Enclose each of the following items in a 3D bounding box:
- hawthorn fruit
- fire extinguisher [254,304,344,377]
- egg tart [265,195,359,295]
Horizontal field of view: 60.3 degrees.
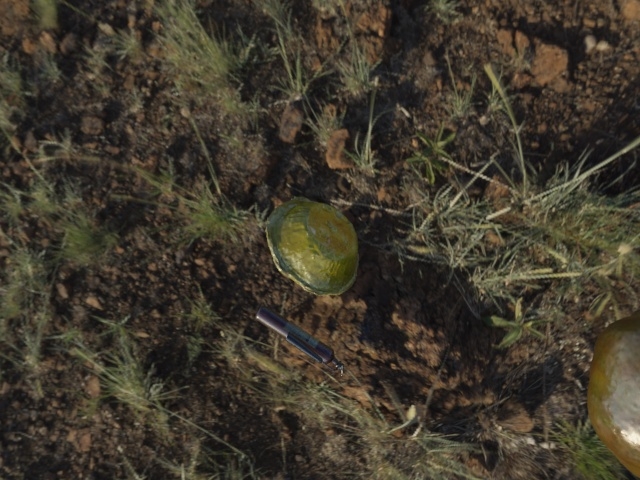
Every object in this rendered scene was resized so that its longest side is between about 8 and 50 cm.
[{"bbox_3d":[0.529,0.215,0.733,0.301,0.268,0.267,14,75,44],"label":"hawthorn fruit"},{"bbox_3d":[-0.029,0.163,0.889,0.173,0.049,0.035,32,74,4],"label":"fire extinguisher"},{"bbox_3d":[0.000,0.000,0.507,0.039,0.105,0.105,-42,59,42],"label":"egg tart"}]
